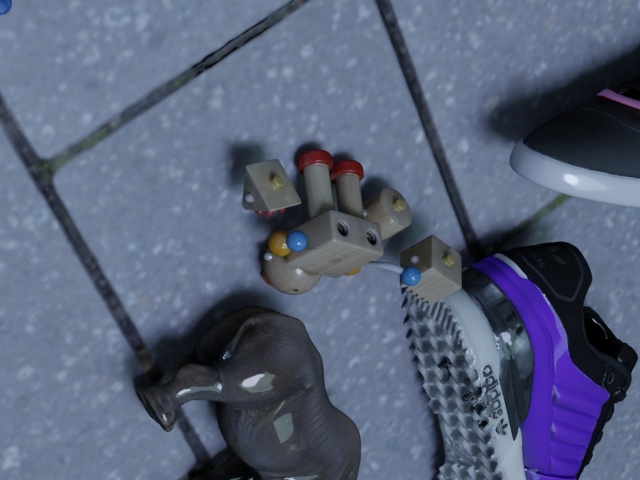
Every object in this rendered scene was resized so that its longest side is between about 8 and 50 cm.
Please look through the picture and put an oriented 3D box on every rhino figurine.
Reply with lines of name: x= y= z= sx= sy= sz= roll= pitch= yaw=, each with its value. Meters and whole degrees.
rhino figurine: x=-0.026 y=0.135 z=1.043 sx=0.106 sy=0.073 sz=0.243 roll=-34 pitch=133 yaw=-10

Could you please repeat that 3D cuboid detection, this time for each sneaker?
sneaker: x=0.156 y=0.123 z=1.145 sx=0.146 sy=0.102 sz=0.293 roll=-28 pitch=130 yaw=-20
sneaker: x=0.238 y=-0.110 z=1.066 sx=0.295 sy=0.104 sz=0.147 roll=-12 pitch=121 yaw=-37

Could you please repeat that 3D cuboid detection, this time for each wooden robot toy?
wooden robot toy: x=0.000 y=0.000 z=1.001 sx=0.173 sy=0.076 sz=0.079 roll=18 pitch=141 yaw=-41

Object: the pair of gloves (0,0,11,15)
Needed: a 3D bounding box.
pair of gloves: x=-0.137 y=-0.203 z=0.791 sx=0.159 sy=0.023 sz=0.198 roll=15 pitch=107 yaw=-40
